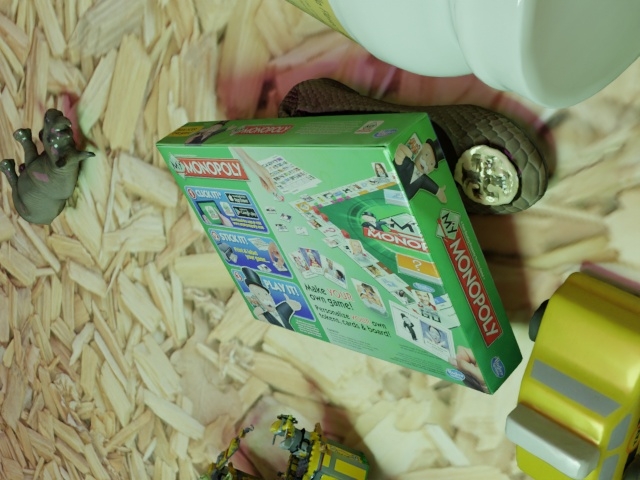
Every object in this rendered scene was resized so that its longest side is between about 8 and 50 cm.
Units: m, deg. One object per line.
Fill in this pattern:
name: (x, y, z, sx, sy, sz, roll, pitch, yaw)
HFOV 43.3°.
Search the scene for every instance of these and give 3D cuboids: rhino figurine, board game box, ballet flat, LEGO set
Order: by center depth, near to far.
ballet flat: (0.055, -0.073, 0.614, 0.250, 0.058, 0.084, 27, 128, 39)
board game box: (0.000, 0.000, 0.673, 0.317, 0.046, 0.213, 10, 132, 52)
LEGO set: (-0.115, 0.310, 0.859, 0.192, 0.254, 0.331, 27, 153, -18)
rhino figurine: (-0.362, -0.099, 1.077, 0.243, 0.073, 0.106, -36, 79, 51)

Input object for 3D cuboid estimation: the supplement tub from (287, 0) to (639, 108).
supplement tub: (0.036, -0.224, 0.408, 0.316, 0.228, 0.228, 39, 136, 29)

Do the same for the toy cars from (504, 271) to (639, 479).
toy cars: (0.227, 0.084, 0.483, 0.176, 0.087, 0.394, 58, 142, 6)
